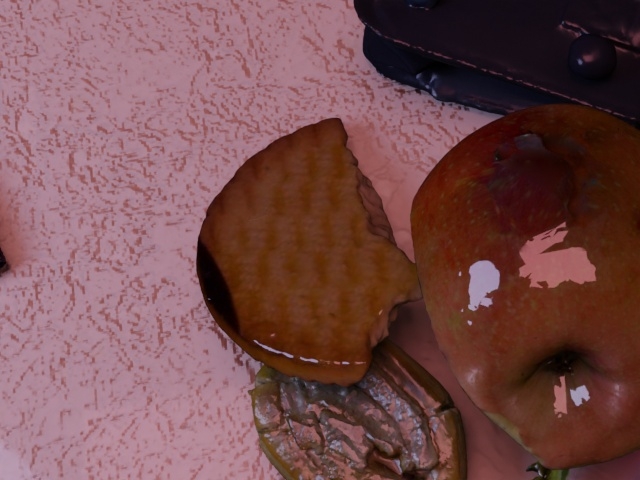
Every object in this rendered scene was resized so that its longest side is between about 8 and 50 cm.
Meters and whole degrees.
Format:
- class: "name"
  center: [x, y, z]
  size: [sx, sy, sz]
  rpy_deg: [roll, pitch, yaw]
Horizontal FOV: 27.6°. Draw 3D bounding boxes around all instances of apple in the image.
- class: "apple"
  center: [0.156, 0.020, 0.791]
  size: [0.207, 0.174, 0.188]
  rpy_deg: [23, 28, -16]

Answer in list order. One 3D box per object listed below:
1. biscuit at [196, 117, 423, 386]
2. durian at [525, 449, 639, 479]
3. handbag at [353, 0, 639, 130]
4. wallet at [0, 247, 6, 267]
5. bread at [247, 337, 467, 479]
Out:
- class: "biscuit"
  center: [0.000, 0.001, 0.892]
  size: [0.176, 0.031, 0.229]
  rpy_deg: [9, 48, 19]
- class: "durian"
  center: [0.228, 0.142, 0.805]
  size: [0.220, 0.095, 0.137]
  rpy_deg: [-26, 21, -11]
- class: "handbag"
  center: [0.194, -0.246, 0.958]
  size: [0.269, 0.118, 0.326]
  rpy_deg: [17, 77, 11]
- class: "wallet"
  center: [-0.312, -0.025, 0.979]
  size: [0.111, 0.030, 0.166]
  rpy_deg: [-28, 65, 0]
- class: "bread"
  center: [0.028, 0.123, 0.853]
  size: [0.156, 0.064, 0.117]
  rpy_deg: [38, 77, 21]
